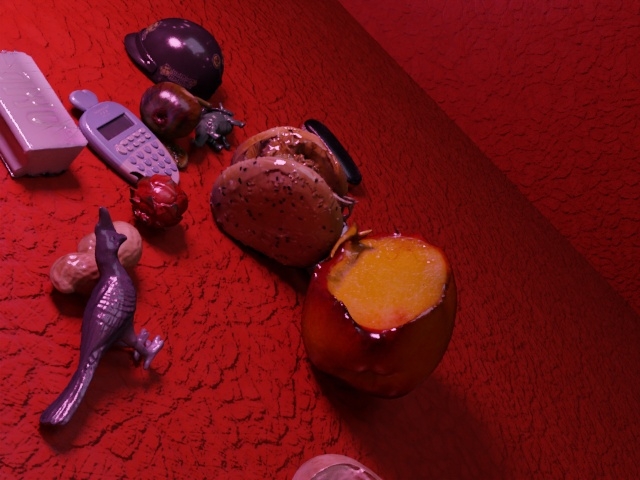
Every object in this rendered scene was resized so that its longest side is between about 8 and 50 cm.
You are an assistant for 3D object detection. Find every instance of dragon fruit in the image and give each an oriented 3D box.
[{"bbox_3d":[-0.340,-0.080,1.578,0.121,0.130,0.142,0,46,-11],"label":"dragon fruit"}]

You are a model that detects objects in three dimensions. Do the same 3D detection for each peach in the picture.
[{"bbox_3d":[0.128,0.171,1.670,0.335,0.310,0.406,10,37,9],"label":"peach"}]

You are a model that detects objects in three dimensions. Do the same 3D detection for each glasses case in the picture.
[{"bbox_3d":[0.036,-0.278,2.386,0.267,0.067,0.103,54,27,15],"label":"glasses case"}]

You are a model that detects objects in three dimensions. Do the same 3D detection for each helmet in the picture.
[{"bbox_3d":[-0.373,-0.513,2.030,0.279,0.160,0.230,32,33,-28],"label":"helmet"}]

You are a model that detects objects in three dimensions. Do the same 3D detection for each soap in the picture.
[{"bbox_3d":[-0.583,-0.252,1.472,0.261,0.094,0.150,54,29,13],"label":"soap"}]

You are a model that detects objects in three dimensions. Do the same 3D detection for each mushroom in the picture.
[{"bbox_3d":[0.046,0.494,1.322,0.253,0.195,0.189,42,-5,3],"label":"mushroom"}]

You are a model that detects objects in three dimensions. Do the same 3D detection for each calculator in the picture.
[{"bbox_3d":[-0.439,-0.222,1.687,0.302,0.042,0.188,44,29,-7],"label":"calculator"}]

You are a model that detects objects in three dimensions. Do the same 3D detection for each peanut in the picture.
[{"bbox_3d":[-0.401,0.037,1.363,0.104,0.085,0.228,37,30,-3],"label":"peanut"}]

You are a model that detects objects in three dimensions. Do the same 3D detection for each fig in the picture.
[{"bbox_3d":[-0.339,-0.332,1.854,0.149,0.149,0.245,46,28,-2],"label":"fig"}]

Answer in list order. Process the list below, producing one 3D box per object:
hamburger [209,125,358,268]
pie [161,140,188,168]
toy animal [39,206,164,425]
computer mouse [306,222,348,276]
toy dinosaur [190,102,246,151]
[{"bbox_3d":[-0.077,-0.108,1.746,0.318,0.277,0.195,29,45,-8],"label":"hamburger"},{"bbox_3d":[-0.352,-0.207,1.809,0.084,0.021,0.084,34,30,-23],"label":"pie"},{"bbox_3d":[-0.349,0.149,1.262,0.206,0.081,0.367,45,44,-53],"label":"toy animal"},{"bbox_3d":[-0.003,0.002,1.938,0.159,0.097,0.288,-11,69,-34],"label":"computer mouse"},{"bbox_3d":[-0.272,-0.279,1.959,0.120,0.079,0.292,31,30,-17],"label":"toy dinosaur"}]
